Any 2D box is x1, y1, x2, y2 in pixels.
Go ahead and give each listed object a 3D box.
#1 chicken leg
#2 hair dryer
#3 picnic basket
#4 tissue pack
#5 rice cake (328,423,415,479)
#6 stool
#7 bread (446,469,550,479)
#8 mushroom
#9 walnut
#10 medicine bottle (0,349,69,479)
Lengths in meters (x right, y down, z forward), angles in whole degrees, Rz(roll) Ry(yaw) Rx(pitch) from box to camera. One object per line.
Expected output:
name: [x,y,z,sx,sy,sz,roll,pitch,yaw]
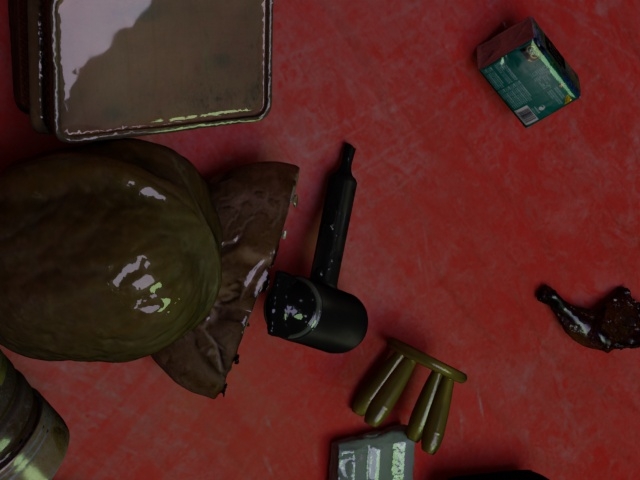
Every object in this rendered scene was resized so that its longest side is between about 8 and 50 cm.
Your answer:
chicken leg: [0.379,0.107,2.021,0.205,0.053,0.093,3,83,-37]
hair dryer: [0.000,0.000,1.733,0.195,0.077,0.248,26,72,-65]
picnic basket: [-0.184,-0.204,1.538,0.266,0.139,0.165,-9,112,-26]
tissue pack: [0.254,-0.212,1.821,0.085,0.079,0.111,-29,125,25]
rice cake: [0.061,0.357,1.938,0.127,0.043,0.237,-6,111,-29]
stool: [0.113,0.192,1.860,0.134,0.135,0.111,31,84,-55]
bread: [0.230,0.420,1.992,0.224,0.142,0.212,1,106,-35]
mushroom: [-0.131,0.029,1.675,0.151,0.156,0.286,21,97,-5]
walnut: [-0.237,0.013,1.522,0.282,0.227,0.283,6,130,7]
medicine bottle: [-0.410,0.136,1.529,0.151,0.151,0.322,-41,122,-10]
